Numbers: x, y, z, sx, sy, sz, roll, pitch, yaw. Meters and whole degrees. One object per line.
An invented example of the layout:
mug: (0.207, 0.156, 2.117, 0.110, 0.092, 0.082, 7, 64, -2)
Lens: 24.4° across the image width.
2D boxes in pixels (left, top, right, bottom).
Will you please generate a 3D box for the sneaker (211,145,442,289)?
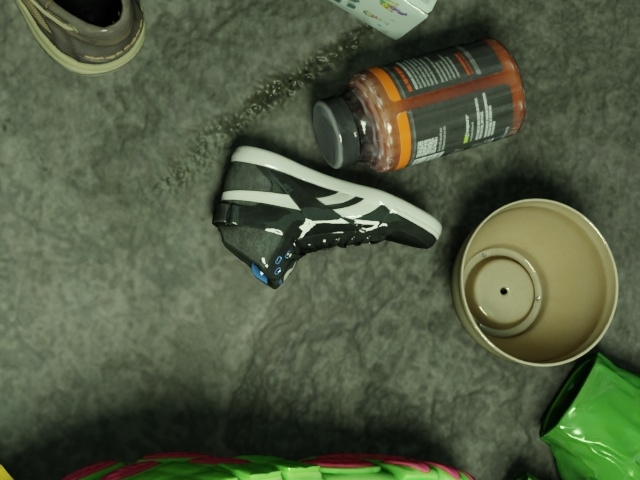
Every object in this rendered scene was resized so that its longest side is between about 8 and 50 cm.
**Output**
sneaker: (0.000, 0.000, 1.435, 0.217, 0.079, 0.121, 20, 81, -3)

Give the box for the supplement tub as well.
supplement tub: (0.095, -0.129, 1.459, 0.198, 0.106, 0.106, -16, 87, -17)

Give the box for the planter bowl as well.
planter bowl: (0.197, 0.046, 1.460, 0.162, 0.109, 0.162, 2, 82, -15)

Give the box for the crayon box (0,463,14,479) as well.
crayon box: (-0.286, 0.430, 1.274, 0.313, 0.106, 0.363, -41, 94, -17)

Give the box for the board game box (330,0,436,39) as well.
board game box: (0.011, -0.378, 1.478, 0.303, 0.097, 0.224, 30, 75, -11)

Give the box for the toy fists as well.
toy fists: (0.260, 0.252, 1.453, 0.142, 0.096, 0.279, 36, 66, -2)

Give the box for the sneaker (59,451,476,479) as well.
sneaker: (-0.052, 0.286, 1.271, 0.483, 0.185, 0.202, 6, 84, -32)

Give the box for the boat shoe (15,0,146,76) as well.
boat shoe: (-0.279, -0.318, 1.370, 0.132, 0.130, 0.355, -42, 94, -17)
